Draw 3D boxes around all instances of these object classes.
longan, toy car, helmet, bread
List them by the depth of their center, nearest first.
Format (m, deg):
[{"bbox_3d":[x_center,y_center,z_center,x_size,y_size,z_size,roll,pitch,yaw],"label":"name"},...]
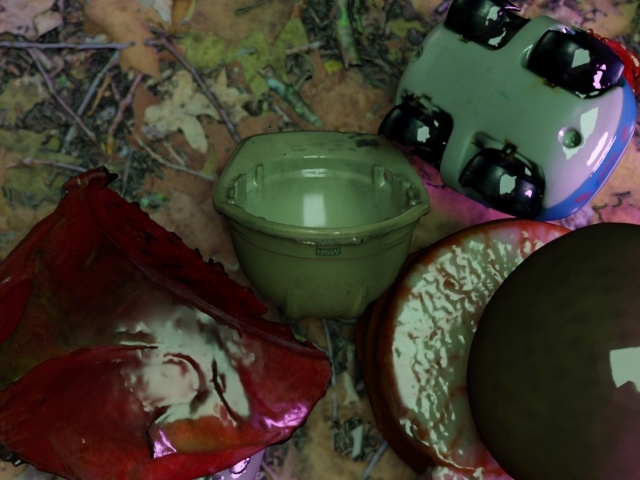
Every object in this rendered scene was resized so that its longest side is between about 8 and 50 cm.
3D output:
[{"bbox_3d":[0.252,0.111,1.657,0.258,0.258,0.258,2,77,-11],"label":"longan"},{"bbox_3d":[0.000,0.001,1.805,0.204,0.257,0.137,1,114,0],"label":"helmet"},{"bbox_3d":[0.196,-0.117,1.826,0.190,0.255,0.188,28,92,-48],"label":"toy car"},{"bbox_3d":[0.198,0.140,1.826,0.295,0.114,0.327,-23,82,-15],"label":"bread"}]

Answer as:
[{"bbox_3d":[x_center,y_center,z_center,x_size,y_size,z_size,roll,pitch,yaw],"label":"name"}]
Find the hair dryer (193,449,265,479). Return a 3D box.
[{"bbox_3d":[-0.086,0.309,1.760,0.229,0.092,0.267,-38,96,-11],"label":"hair dryer"}]

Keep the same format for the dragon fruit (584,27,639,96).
[{"bbox_3d":[0.277,-0.163,1.933,0.126,0.068,0.112,-7,79,-14],"label":"dragon fruit"}]

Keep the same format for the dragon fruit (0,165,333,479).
[{"bbox_3d":[-0.186,0.097,1.721,0.343,0.100,0.282,37,74,19],"label":"dragon fruit"}]
